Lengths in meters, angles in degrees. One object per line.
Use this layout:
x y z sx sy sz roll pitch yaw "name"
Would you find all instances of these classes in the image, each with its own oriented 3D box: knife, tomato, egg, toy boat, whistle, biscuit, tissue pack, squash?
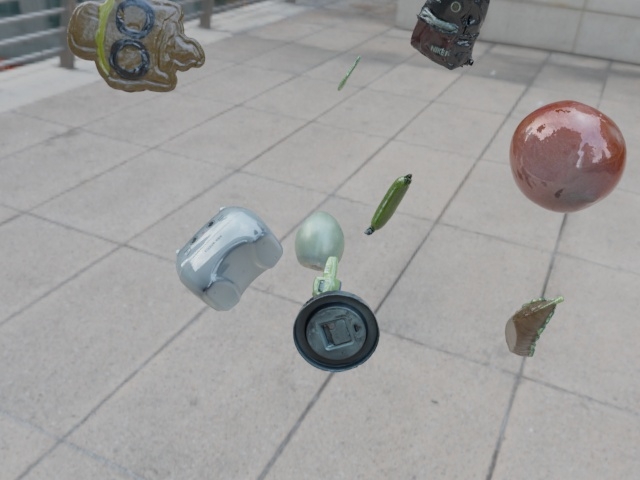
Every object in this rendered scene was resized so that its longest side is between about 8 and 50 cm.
0.075 -0.441 1.690 0.014 0.030 0.207 26 -13 -8 "knife"
0.708 -0.229 1.833 0.322 0.321 0.321 4 30 -2 "tomato"
0.000 0.000 2.321 0.183 0.217 0.183 13 -12 3 "egg"
0.544 0.223 1.668 0.099 0.292 0.108 -11 59 -6 "toy boat"
0.020 0.160 2.025 0.105 0.085 0.227 -1 68 32 "whistle"
-0.393 -0.421 1.367 0.291 0.208 0.041 9 10 -8 "biscuit"
-0.315 0.050 2.131 0.333 0.229 0.236 -45 56 -8 "tissue pack"
0.272 -0.147 2.503 0.080 0.318 0.071 -8 48 -49 "squash"

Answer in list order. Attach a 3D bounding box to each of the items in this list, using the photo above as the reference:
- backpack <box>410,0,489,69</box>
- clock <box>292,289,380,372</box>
0.232 -0.400 1.152 0.120 0.165 0.106 37 49 29 "backpack"
0.041 0.236 1.665 0.226 0.225 0.049 4 18 -1 "clock"
